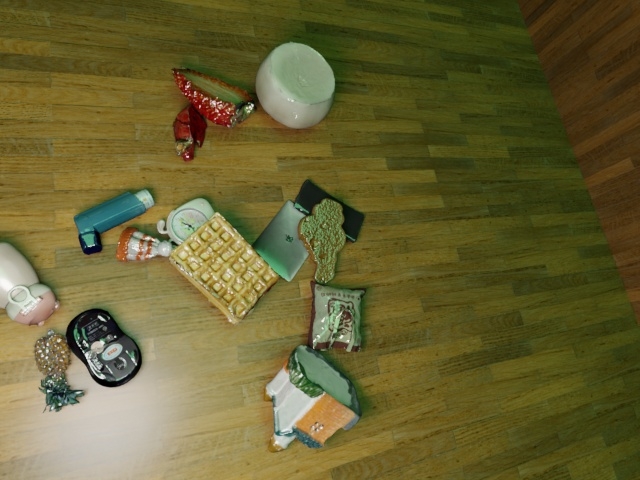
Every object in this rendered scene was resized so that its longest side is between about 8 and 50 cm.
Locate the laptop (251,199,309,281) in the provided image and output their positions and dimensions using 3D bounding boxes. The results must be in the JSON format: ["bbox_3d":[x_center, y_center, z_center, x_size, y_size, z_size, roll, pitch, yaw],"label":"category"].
[{"bbox_3d":[-0.117,-0.003,1.547,0.187,0.015,0.269,38,63,-6],"label":"laptop"}]

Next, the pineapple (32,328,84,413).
[{"bbox_3d":[-0.715,0.349,1.145,0.103,0.083,0.222,-12,78,-29],"label":"pineapple"}]

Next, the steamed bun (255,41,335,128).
[{"bbox_3d":[-0.101,-0.592,1.649,0.323,0.206,0.325,8,71,-22],"label":"steamed bun"}]

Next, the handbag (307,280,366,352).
[{"bbox_3d":[0.060,0.266,1.464,0.212,0.127,0.235,10,71,-21],"label":"handbag"}]

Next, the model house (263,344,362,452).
[{"bbox_3d":[-0.065,0.528,1.326,0.271,0.190,0.301,41,95,-17],"label":"model house"}]

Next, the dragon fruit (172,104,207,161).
[{"bbox_3d":[-0.481,-0.371,1.512,0.092,0.122,0.193,-8,75,17],"label":"dragon fruit"}]

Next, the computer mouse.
[{"bbox_3d":[-0.611,0.305,1.188,0.137,0.096,0.233,-33,90,-47],"label":"computer mouse"}]

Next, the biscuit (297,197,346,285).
[{"bbox_3d":[0.008,0.003,1.554,0.183,0.047,0.320,-4,83,-17],"label":"biscuit"}]

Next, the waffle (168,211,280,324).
[{"bbox_3d":[-0.302,0.092,1.342,0.308,0.091,0.213,46,65,-6],"label":"waffle"}]

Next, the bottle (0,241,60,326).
[{"bbox_3d":[-0.828,0.132,1.142,0.236,0.147,0.147,46,62,-7],"label":"bottle"}]

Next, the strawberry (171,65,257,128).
[{"bbox_3d":[-0.401,-0.520,1.554,0.306,0.138,0.233,28,31,4],"label":"strawberry"}]

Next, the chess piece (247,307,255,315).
[{"bbox_3d":[-0.257,0.213,1.403,0.083,0.038,0.084,6,72,-19],"label":"chess piece"}]

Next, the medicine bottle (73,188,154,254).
[{"bbox_3d":[-0.645,-0.068,1.319,0.258,0.079,0.124,-36,83,-29],"label":"medicine bottle"}]

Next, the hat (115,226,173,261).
[{"bbox_3d":[-0.541,0.020,1.311,0.162,0.094,0.112,13,66,-9],"label":"hat"}]

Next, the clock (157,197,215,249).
[{"bbox_3d":[-0.437,-0.045,1.405,0.190,0.062,0.152,-28,86,-27],"label":"clock"}]

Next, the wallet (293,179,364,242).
[{"bbox_3d":[0.035,-0.114,1.634,0.285,0.030,0.146,30,59,-10],"label":"wallet"}]
